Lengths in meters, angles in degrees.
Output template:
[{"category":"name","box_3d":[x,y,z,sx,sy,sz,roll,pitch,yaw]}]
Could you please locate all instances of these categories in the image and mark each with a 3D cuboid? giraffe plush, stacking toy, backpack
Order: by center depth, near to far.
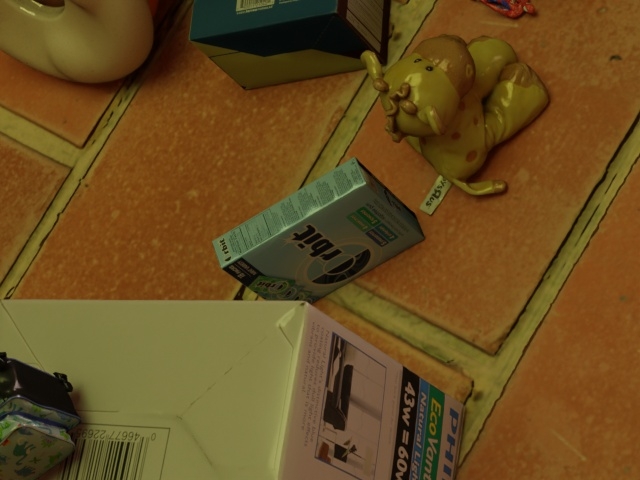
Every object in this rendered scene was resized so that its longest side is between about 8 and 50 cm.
[{"category":"backpack","box_3d":[-0.281,0.169,1.407,0.114,0.105,0.084,-36,55,18]},{"category":"giraffe plush","box_3d":[0.125,-0.154,1.730,0.181,0.170,0.210,11,74,32]},{"category":"stacking toy","box_3d":[-0.269,-0.473,2.073,0.351,0.350,0.480,12,56,33]}]

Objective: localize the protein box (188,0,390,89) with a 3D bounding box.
[{"category":"protein box","box_3d":[-0.031,-0.313,1.912,0.200,0.136,0.201,-7,65,27]}]

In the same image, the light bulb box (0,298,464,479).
[{"category":"light bulb box","box_3d":[-0.096,0.213,1.568,0.358,0.361,0.225,-1,70,30]}]

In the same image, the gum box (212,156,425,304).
[{"category":"gum box","box_3d":[0.000,0.000,1.738,0.184,0.157,0.041,-29,57,14]}]

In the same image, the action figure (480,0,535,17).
[{"category":"action figure","box_3d":[0.201,-0.284,1.838,0.115,0.030,0.038,30,79,34]}]
